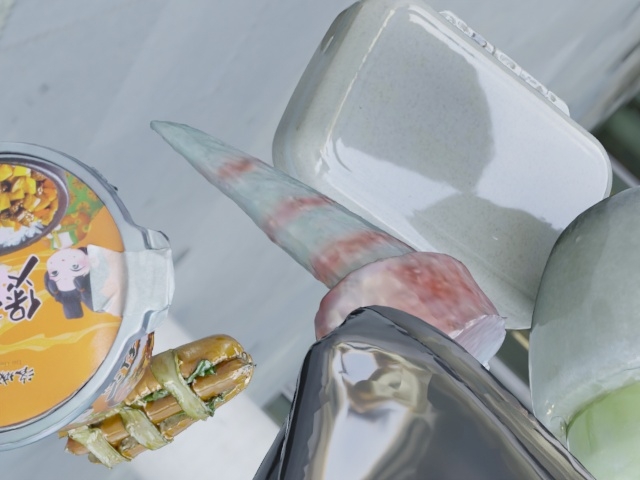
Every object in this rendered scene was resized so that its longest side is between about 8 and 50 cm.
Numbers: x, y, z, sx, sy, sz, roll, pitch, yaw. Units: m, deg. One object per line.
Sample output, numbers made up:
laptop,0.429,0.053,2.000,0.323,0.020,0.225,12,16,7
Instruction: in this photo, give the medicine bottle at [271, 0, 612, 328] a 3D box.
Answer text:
medicine bottle,0.137,-0.081,1.439,0.123,0.375,0.282,-8,-129,59

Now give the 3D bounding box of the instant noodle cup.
instant noodle cup,-0.174,0.045,0.792,0.125,0.208,0.177,59,45,-70

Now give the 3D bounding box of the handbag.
handbag,0.047,0.244,0.698,0.342,0.288,0.152,-60,165,14

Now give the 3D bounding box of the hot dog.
hot dog,-0.184,0.180,1.496,0.269,0.109,0.072,-27,-144,21

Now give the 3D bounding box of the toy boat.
toy boat,0.000,0.000,0.950,0.096,0.282,0.206,-60,160,19

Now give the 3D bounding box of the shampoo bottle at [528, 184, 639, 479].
shampoo bottle,0.364,0.108,1.296,0.322,0.322,0.317,119,-26,-60
